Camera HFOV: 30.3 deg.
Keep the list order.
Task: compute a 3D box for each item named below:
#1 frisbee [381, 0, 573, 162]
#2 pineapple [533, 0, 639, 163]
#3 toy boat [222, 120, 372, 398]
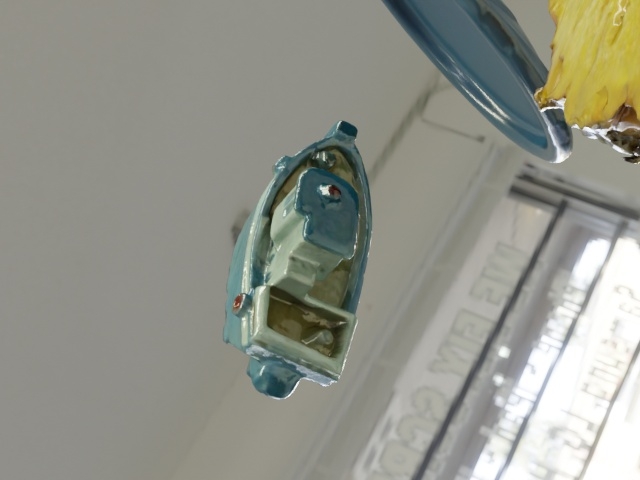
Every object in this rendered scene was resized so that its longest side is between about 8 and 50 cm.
[{"bbox_3d":[0.110,-0.182,0.937,0.049,0.289,0.289,-41,-21,1],"label":"frisbee"},{"bbox_3d":[0.164,-0.085,0.409,0.249,0.164,0.139,-92,25,-45],"label":"pineapple"},{"bbox_3d":[0.000,0.000,0.814,0.102,0.088,0.215,-46,25,46],"label":"toy boat"}]
